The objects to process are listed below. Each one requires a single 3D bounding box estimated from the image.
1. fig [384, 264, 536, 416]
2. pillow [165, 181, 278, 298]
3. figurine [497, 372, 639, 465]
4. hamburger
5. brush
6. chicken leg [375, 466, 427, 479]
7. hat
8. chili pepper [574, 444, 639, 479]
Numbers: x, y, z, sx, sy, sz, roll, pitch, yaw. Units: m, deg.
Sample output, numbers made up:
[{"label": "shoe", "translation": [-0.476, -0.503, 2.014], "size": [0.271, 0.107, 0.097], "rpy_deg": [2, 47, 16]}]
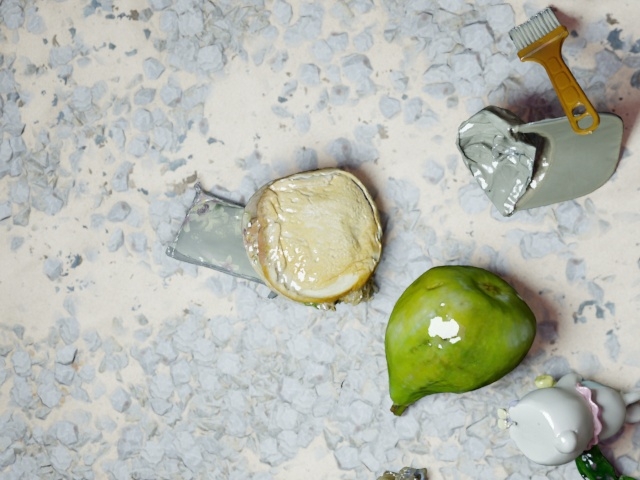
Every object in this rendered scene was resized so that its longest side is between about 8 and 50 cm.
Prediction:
[{"label": "fig", "translation": [0.202, 0.183, 1.615], "size": [0.233, 0.233, 0.314], "rpy_deg": [43, 98, 11]}, {"label": "pillow", "translation": [-0.149, -0.002, 1.801], "size": [0.255, 0.059, 0.169], "rpy_deg": [19, 90, 16]}, {"label": "figurine", "translation": [0.428, 0.283, 1.602], "size": [0.155, 0.235, 0.127], "rpy_deg": [-6, 95, 57]}, {"label": "hamburger", "translation": [0.000, 0.000, 1.689], "size": [0.286, 0.146, 0.243], "rpy_deg": [35, 78, -7]}, {"label": "brush", "translation": [0.381, -0.270, 1.545], "size": [0.090, 0.017, 0.314], "rpy_deg": [-31, 42, 18]}, {"label": "chicken leg", "translation": [0.178, 0.490, 1.718], "size": [0.125, 0.080, 0.196], "rpy_deg": [-41, 82, 2]}, {"label": "hat", "translation": [0.363, -0.161, 1.609], "size": [0.245, 0.214, 0.149], "rpy_deg": [-19, 50, -10]}, {"label": "chili pepper", "translation": [0.503, 0.398, 1.627], "size": [0.182, 0.050, 0.073], "rpy_deg": [27, 93, 12]}]
